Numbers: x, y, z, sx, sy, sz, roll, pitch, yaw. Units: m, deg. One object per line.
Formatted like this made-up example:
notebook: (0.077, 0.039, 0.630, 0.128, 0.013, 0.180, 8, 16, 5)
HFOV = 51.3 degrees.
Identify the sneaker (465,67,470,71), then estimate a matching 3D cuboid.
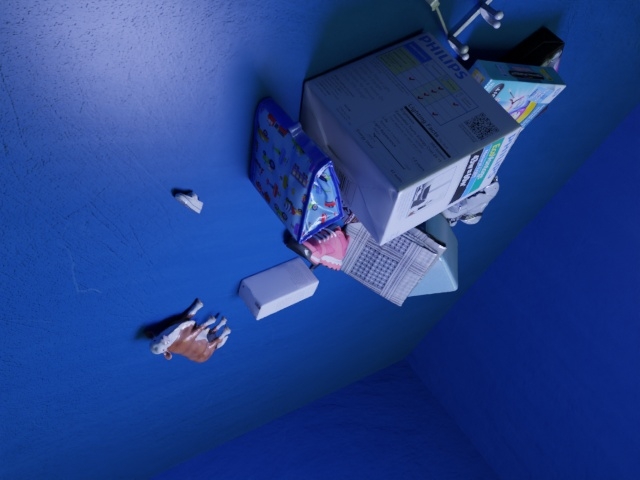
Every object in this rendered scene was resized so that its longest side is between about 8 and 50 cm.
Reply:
sneaker: (0.434, -0.438, 1.930, 0.077, 0.072, 0.178, -40, 154, 31)

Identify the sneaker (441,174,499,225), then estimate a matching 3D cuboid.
sneaker: (0.530, -0.172, 2.480, 0.366, 0.137, 0.210, -2, 130, -50)

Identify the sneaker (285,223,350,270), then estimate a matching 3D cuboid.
sneaker: (0.000, 0.000, 2.078, 0.136, 0.116, 0.314, -60, 155, 5)

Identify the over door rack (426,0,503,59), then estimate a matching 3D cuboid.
over door rack: (0.377, -0.570, 1.551, 0.239, 0.108, 0.324, -45, 156, 12)

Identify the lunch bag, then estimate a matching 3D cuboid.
lunch bag: (-0.062, -0.169, 1.495, 0.138, 0.221, 0.293, -32, 156, -15)

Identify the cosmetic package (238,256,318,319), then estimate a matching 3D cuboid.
cosmetic package: (-0.132, 0.149, 2.107, 0.231, 0.117, 0.085, -21, 150, -33)

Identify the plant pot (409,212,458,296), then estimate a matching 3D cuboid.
plant pot: (0.331, 0.017, 2.318, 0.247, 0.248, 0.252, -9, 135, 20)

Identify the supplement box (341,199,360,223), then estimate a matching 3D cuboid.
supplement box: (0.122, -0.124, 1.963, 0.239, 0.130, 0.073, -10, 144, -50)

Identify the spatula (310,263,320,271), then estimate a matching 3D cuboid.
spatula: (-0.034, 0.116, 2.297, 0.084, 0.030, 0.296, -5, 140, -49)

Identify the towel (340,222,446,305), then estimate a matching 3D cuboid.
towel: (0.209, 0.043, 2.198, 0.324, 0.312, 0.056, -60, 175, 38)

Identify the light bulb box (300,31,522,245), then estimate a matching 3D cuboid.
light bulb box: (0.196, -0.246, 1.559, 0.361, 0.358, 0.225, -28, 156, -22)

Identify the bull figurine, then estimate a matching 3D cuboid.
bull figurine: (-0.388, 0.284, 1.996, 0.188, 0.101, 0.310, -40, 157, -2)

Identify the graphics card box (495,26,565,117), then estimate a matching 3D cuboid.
graphics card box: (0.631, -0.475, 2.116, 0.233, 0.094, 0.371, -35, 156, -6)

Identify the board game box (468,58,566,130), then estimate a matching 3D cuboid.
board game box: (0.500, -0.387, 1.907, 0.336, 0.079, 0.254, -7, 150, -36)

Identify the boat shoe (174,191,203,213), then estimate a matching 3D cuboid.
boat shoe: (-0.299, -0.094, 1.529, 0.035, 0.035, 0.100, -65, 154, -9)
